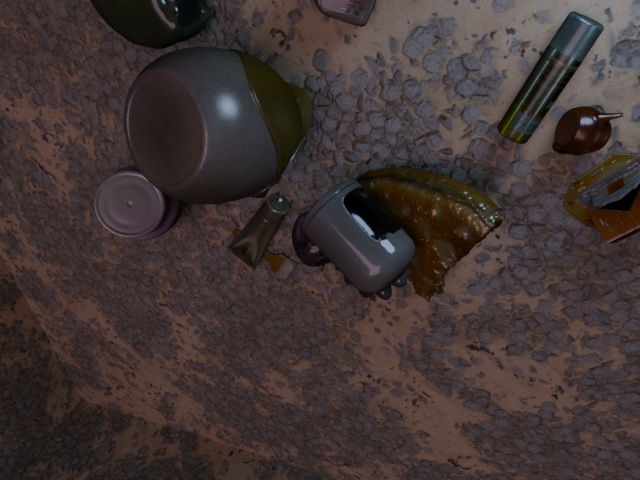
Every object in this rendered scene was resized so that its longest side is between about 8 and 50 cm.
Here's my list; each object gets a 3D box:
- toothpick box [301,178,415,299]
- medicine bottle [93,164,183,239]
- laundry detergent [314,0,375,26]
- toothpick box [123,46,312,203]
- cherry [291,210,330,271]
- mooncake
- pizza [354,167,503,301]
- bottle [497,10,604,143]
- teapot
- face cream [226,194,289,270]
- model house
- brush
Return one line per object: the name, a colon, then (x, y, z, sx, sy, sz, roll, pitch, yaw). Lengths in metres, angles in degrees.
toothpick box: (0.114, 0.015, 1.299, 0.316, 0.229, 0.229, 48, 131, 11)
medicine bottle: (-0.606, -0.125, 1.582, 0.256, 0.325, 0.255, -1, 97, -10)
laundry detergent: (0.067, -0.639, 1.087, 0.171, 0.076, 0.237, 15, 129, -5)
toothpick box: (-0.256, -0.298, 1.270, 0.409, 0.425, 0.408, 10, 109, 30)
cherry: (-0.006, -0.009, 1.490, 0.195, 0.195, 0.195, 13, 126, 19)
mooncake: (-0.453, -0.704, 1.249, 0.352, 0.187, 0.351, 10, 131, 12)
pizza: (0.297, -0.014, 1.355, 0.440, 0.130, 0.405, 23, 134, 37)
bottle: (0.511, -0.359, 1.064, 0.082, 0.082, 0.286, 29, 130, 7)
teapot: (0.611, -0.246, 1.084, 0.116, 0.116, 0.173, 34, 156, 2)
face cream: (-0.219, -0.024, 1.655, 0.137, 0.084, 0.341, 39, 132, -2)
model house: (0.711, -0.073, 1.120, 0.207, 0.136, 0.219, 45, 129, -9)
brush: (-0.215, 0.042, 1.739, 0.272, 0.013, 0.103, 36, 129, 2)
